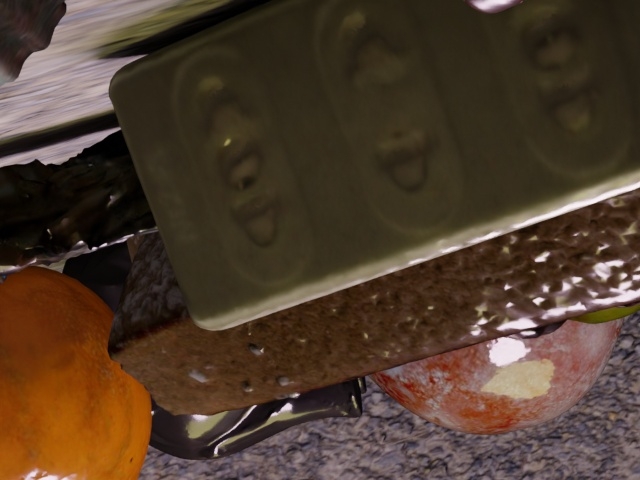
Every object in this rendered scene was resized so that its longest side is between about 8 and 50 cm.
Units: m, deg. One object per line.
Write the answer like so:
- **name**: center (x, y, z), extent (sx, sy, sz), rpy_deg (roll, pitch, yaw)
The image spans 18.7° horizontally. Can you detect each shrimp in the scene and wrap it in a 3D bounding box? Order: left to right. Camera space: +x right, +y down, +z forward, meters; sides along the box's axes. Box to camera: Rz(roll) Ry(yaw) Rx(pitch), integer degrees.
- **shrimp**: center (-0.034, -0.047, 0.867), extent (0.290, 0.054, 0.222), rpy_deg (-21, -179, -20)

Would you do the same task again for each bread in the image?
- **bread**: center (0.079, -0.029, 1.008), extent (0.416, 0.113, 0.165), rpy_deg (-19, -147, 32)

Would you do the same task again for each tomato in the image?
- **tomato**: center (0.170, 0.044, 2.023), extent (0.282, 0.317, 0.316), rpy_deg (-1, 169, -36)

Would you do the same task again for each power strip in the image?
- **power strip**: center (0.048, -0.053, 0.665), extent (0.256, 0.105, 0.070), rpy_deg (-20, -178, 32)

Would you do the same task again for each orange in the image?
- **orange**: center (-0.265, 0.130, 1.426), extent (0.284, 0.226, 0.284), rpy_deg (-13, 178, -1)

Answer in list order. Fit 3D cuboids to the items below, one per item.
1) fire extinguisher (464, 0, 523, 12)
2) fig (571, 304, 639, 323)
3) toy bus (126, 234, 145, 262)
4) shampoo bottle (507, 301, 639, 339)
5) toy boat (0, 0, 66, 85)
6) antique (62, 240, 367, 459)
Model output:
- **fire extinguisher**: center (0.103, -0.107, 0.527), extent (0.158, 0.043, 0.064), rpy_deg (-20, 136, 36)
- **fig**: center (0.197, -0.051, 1.502), extent (0.203, 0.203, 0.225), rpy_deg (-19, -142, 29)
- **toy bus**: center (0.000, 0.000, 1.601), extent (0.289, 0.139, 0.157), rpy_deg (-15, 176, -24)
- **shampoo bottle**: center (0.083, -0.007, 1.193), extent (0.084, 0.129, 0.323), rpy_deg (11, 178, -32)
- **toy boat**: center (-0.081, -0.043, 0.307), extent (0.066, 0.059, 0.140), rpy_deg (-35, 177, -1)
- **antique**: center (-0.100, 0.095, 1.843), extent (0.255, 0.185, 0.322), rpy_deg (-8, 139, 6)
